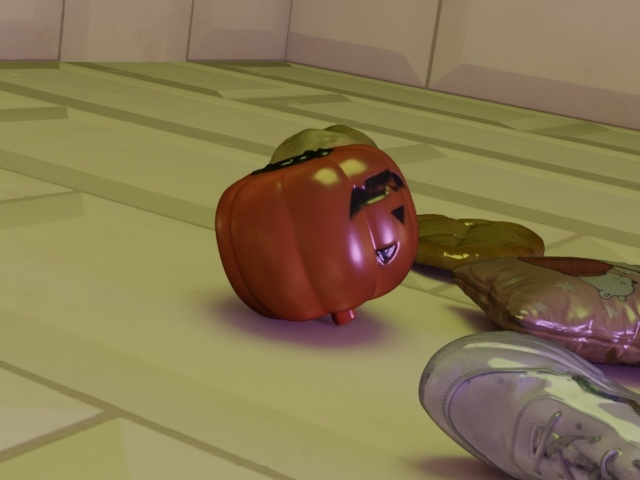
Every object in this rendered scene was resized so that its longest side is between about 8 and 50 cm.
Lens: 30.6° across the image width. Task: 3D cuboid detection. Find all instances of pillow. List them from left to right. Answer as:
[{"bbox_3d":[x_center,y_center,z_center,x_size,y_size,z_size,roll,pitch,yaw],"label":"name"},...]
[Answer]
[{"bbox_3d":[0.257,0.064,1.114,0.236,0.084,0.223,8,11,-12],"label":"pillow"}]

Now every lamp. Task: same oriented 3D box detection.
[{"bbox_3d":[0.000,0.000,1.076,0.187,0.164,0.187,-16,7,2],"label":"lamp"}]

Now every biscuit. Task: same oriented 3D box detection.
[{"bbox_3d":[0.172,0.002,1.410,0.202,0.041,0.260,11,12,12],"label":"biscuit"}]

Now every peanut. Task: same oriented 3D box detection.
[{"bbox_3d":[0.011,-0.077,1.433,0.147,0.148,0.319,9,17,3],"label":"peanut"}]

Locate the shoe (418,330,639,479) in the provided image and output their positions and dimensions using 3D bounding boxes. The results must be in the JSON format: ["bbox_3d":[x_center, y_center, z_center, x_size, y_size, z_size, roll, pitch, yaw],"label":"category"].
[{"bbox_3d":[0.181,0.135,0.756,0.245,0.095,0.137,16,11,4],"label":"shoe"}]
